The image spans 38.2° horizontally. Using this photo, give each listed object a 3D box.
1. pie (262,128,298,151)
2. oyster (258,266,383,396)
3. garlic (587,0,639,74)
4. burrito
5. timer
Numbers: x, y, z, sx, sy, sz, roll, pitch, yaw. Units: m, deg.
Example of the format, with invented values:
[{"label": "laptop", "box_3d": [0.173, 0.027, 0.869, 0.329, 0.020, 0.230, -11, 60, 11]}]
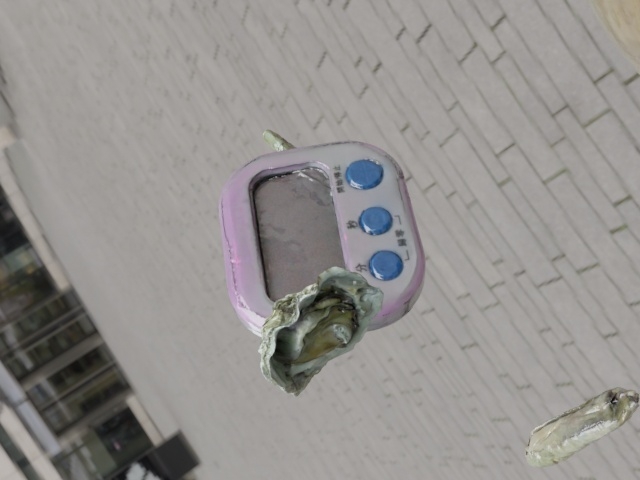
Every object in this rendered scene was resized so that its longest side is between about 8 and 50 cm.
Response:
[{"label": "pie", "box_3d": [-0.046, -0.128, 1.296, 0.084, 0.020, 0.084, 36, -174, -5]}, {"label": "oyster", "box_3d": [-0.002, 0.057, 0.622, 0.098, 0.100, 0.037, 43, -169, -51]}, {"label": "garlic", "box_3d": [0.325, -0.222, 0.662, 0.340, 0.231, 0.246, 56, 177, -4]}, {"label": "burrito", "box_3d": [0.303, 0.215, 1.068, 0.045, 0.058, 0.188, 27, 141, -10]}, {"label": "timer", "box_3d": [0.000, 0.000, 0.911, 0.069, 0.191, 0.208, 81, 180, -59]}]
